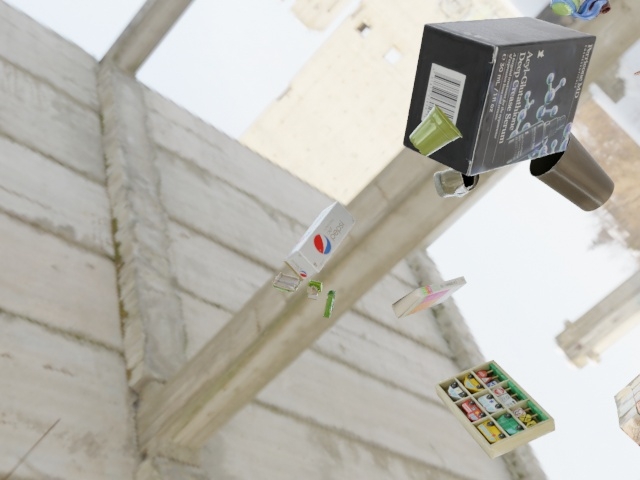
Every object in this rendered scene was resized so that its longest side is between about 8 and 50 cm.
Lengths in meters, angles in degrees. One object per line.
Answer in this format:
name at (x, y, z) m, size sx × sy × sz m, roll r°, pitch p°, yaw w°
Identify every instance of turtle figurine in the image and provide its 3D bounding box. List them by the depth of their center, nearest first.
turtle figurine at (0.470, -0.574, 1.524) m, size 0.275 × 0.266 × 0.198 m, roll 34°, pitch 161°, yaw 18°

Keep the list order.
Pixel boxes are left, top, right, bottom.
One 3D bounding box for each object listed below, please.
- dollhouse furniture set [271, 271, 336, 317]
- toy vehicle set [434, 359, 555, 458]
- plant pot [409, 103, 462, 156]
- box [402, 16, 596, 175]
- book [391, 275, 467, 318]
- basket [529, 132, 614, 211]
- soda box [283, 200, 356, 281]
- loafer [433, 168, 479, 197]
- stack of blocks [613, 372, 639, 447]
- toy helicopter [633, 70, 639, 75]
dollhouse furniture set at (-0.042, 0.129, 1.884) m, size 0.152 × 0.058 × 0.076 m, roll 14°, pitch -159°, yaw 6°
toy vehicle set at (0.402, 0.387, 1.876) m, size 0.267 × 0.166 × 0.035 m, roll -132°, pitch 24°, yaw -60°
plant pot at (0.216, -0.204, 1.539) m, size 0.083 × 0.079 × 0.083 m, roll 44°, pitch -163°, yaw -17°
box at (0.417, -0.348, 1.874) m, size 0.395 × 0.293 × 0.212 m, roll -17°, pitch -144°, yaw -39°
book at (0.235, 0.119, 1.723) m, size 0.144 × 0.096 × 0.035 m, roll -11°, pitch -112°, yaw -38°
basket at (0.772, -0.205, 2.445) m, size 0.227 × 0.154 × 0.204 m, roll 37°, pitch -126°, yaw -19°
soda box at (0.000, 0.000, 1.933) m, size 0.074 × 0.069 × 0.216 m, roll 47°, pitch -135°, yaw -10°
loafer at (0.395, -0.167, 2.208) m, size 0.251 × 0.087 × 0.094 m, roll -25°, pitch -80°, yaw -58°
stack of blocks at (0.656, 0.336, 1.532) m, size 0.171 × 0.087 × 0.297 m, roll 44°, pitch -162°, yaw 7°
toy helicopter at (0.761, -0.283, 1.623) m, size 0.355 × 0.140 × 0.235 m, roll -35°, pitch -79°, yaw -35°
